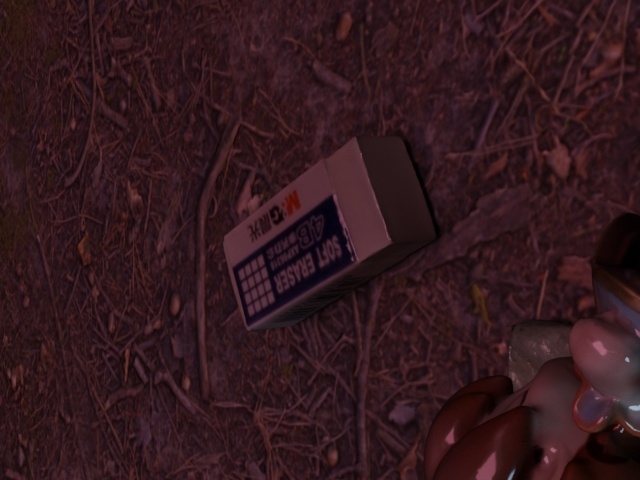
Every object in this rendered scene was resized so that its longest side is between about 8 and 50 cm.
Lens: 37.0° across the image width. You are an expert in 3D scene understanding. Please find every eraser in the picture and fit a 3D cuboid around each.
[{"bbox_3d":[0.000,0.000,1.065,0.279,0.081,0.124,-34,67,46],"label":"eraser"}]

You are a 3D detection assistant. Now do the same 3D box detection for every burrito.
[{"bbox_3d":[0.215,0.110,0.845,0.118,0.044,0.074,0,90,53],"label":"burrito"}]

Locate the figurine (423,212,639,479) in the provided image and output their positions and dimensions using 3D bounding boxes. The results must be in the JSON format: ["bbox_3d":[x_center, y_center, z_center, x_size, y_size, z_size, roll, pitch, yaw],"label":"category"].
[{"bbox_3d":[0.209,0.124,0.580,0.248,0.276,0.388,51,128,28],"label":"figurine"}]
